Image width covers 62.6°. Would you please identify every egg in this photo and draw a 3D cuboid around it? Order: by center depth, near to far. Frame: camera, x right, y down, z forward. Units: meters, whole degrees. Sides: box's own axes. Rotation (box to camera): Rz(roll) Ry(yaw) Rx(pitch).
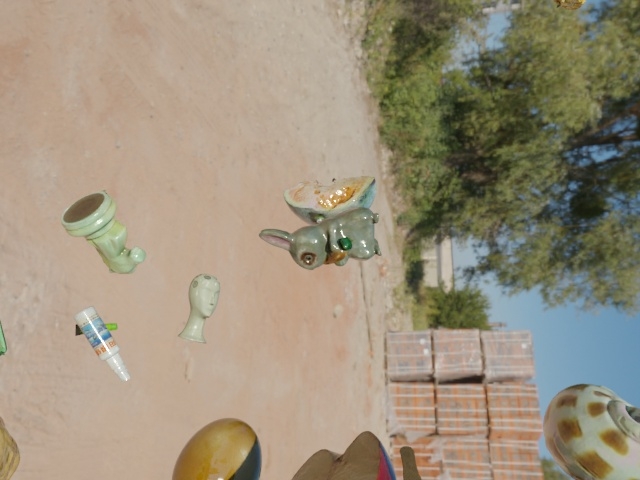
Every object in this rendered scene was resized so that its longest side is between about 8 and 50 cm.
[{"bbox_3d":[-0.341,0.769,1.766,0.351,0.282,0.283,-59,147,-42],"label":"egg"}]

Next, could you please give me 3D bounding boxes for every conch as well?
[{"bbox_3d":[0.576,0.392,1.044,0.368,0.249,0.197,165,-71,-84],"label":"conch"}]

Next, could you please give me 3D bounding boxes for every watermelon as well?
[{"bbox_3d":[0.037,-0.099,1.821,0.175,0.321,0.188,-68,145,-42],"label":"watermelon"}]

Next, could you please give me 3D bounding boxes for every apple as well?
[{"bbox_3d":[0.027,0.649,1.282,0.365,0.295,0.329,-52,153,-59],"label":"apple"}]

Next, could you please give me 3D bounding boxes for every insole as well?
[{"bbox_3d":[0.204,0.521,1.179,0.002,0.045,0.135,-35,115,-68],"label":"insole"}]

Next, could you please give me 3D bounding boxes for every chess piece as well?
[{"bbox_3d":[-0.679,0.001,1.704,0.176,0.175,0.298,-80,156,-45],"label":"chess piece"}]

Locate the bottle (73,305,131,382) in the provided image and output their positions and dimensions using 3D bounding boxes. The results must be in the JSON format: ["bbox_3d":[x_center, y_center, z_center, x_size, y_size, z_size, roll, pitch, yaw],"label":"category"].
[{"bbox_3d":[-0.568,0.276,1.387,0.217,0.060,0.060,60,16,-5],"label":"bottle"}]

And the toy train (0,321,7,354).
[{"bbox_3d":[-0.726,0.153,0.989,0.188,0.132,0.243,59,5,25],"label":"toy train"}]

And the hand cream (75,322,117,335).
[{"bbox_3d":[-0.695,0.272,1.631,0.023,0.121,0.036,113,-29,-68],"label":"hand cream"}]

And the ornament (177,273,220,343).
[{"bbox_3d":[-0.277,0.155,1.225,0.074,0.081,0.156,24,76,-45],"label":"ornament"}]

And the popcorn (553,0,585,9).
[{"bbox_3d":[0.599,-0.590,1.268,0.083,0.082,0.057,133,-30,-88],"label":"popcorn"}]

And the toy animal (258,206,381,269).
[{"bbox_3d":[0.000,0.002,1.116,0.127,0.251,0.125,86,-4,-69],"label":"toy animal"}]

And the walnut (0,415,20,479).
[{"bbox_3d":[-0.737,0.450,1.029,0.257,0.224,0.257,-11,108,-40],"label":"walnut"}]
